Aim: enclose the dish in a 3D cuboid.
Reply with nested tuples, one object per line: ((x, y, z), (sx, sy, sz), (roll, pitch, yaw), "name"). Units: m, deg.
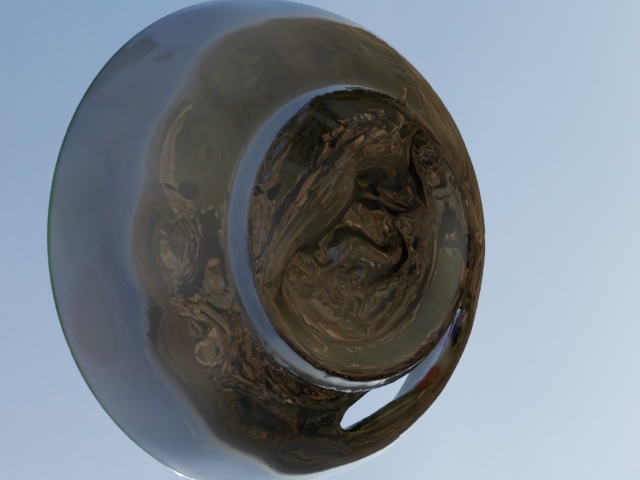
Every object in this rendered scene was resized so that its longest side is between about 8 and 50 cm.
((0.000, 0.000, 0.973), (0.324, 0.124, 0.324), (2, -94, -37), "dish")
